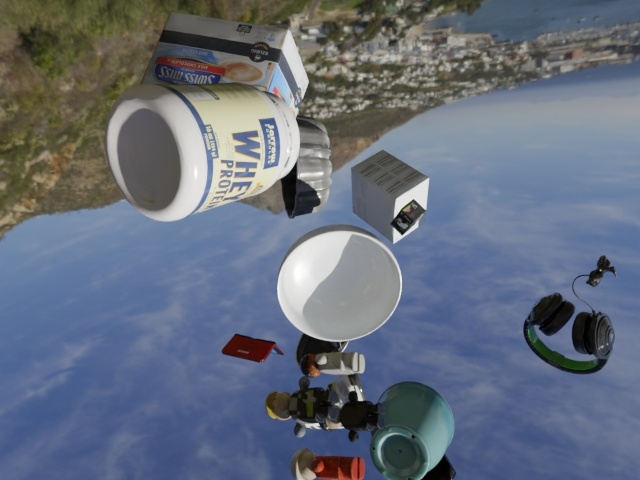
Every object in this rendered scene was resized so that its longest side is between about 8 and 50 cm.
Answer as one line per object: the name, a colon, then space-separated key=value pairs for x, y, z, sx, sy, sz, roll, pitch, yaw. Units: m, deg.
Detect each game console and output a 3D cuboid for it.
game console: x=-0.200 y=0.336 z=1.394 sx=0.143 sy=0.085 sz=0.124 roll=6 pitch=-150 yaw=23
game console: x=0.364 y=0.826 z=1.881 sx=0.213 sy=0.044 sz=0.361 roll=-38 pitch=-130 yaw=10

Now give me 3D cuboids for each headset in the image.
headset: x=0.765 y=0.231 z=1.400 sx=0.243 sy=0.395 sz=0.185 roll=27 pitch=-129 yaw=31

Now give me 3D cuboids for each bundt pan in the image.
bundt pan: x=-0.045 y=-0.232 z=1.461 sx=0.124 sy=0.332 sz=0.331 roll=-3 pitch=-166 yaw=-13

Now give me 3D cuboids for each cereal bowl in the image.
cereal bowl: x=0.048 y=0.104 z=1.308 sx=0.338 sy=0.340 sz=0.141 roll=-7 pitch=-158 yaw=-1

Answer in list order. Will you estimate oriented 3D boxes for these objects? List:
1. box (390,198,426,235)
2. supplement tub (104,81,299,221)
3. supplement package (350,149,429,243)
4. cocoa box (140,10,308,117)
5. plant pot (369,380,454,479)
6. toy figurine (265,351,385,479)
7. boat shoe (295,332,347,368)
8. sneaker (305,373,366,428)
box: x=0.245 y=-0.065 z=1.310 sx=0.062 sy=0.052 sz=0.083 roll=-38 pitch=168 yaw=-30
supplement tub: x=-0.213 y=-0.185 z=0.911 sx=0.235 sy=0.236 sz=0.324 roll=4 pitch=-161 yaw=34
supplement package: x=0.219 y=-0.143 z=1.499 sx=0.149 sy=0.194 sz=0.203 roll=-33 pitch=-128 yaw=-22
cocoa box: x=-0.244 y=-0.418 z=1.246 sx=0.346 sy=0.228 sz=0.231 roll=15 pitch=169 yaw=13
plant pot: x=0.276 y=0.623 z=1.493 sx=0.271 sy=0.272 sz=0.255 roll=0 pitch=-178 yaw=22
toy figurine: x=0.010 y=0.328 z=0.894 sx=0.148 sy=0.210 sz=0.213 roll=-13 pitch=-163 yaw=30
boat shoe: x=0.074 y=0.322 z=1.874 sx=0.500 sy=0.186 sz=0.156 roll=-47 pitch=165 yaw=1
sneaker: x=0.036 y=0.660 z=1.872 sx=0.257 sy=0.448 sz=0.169 roll=-9 pitch=-131 yaw=-10
